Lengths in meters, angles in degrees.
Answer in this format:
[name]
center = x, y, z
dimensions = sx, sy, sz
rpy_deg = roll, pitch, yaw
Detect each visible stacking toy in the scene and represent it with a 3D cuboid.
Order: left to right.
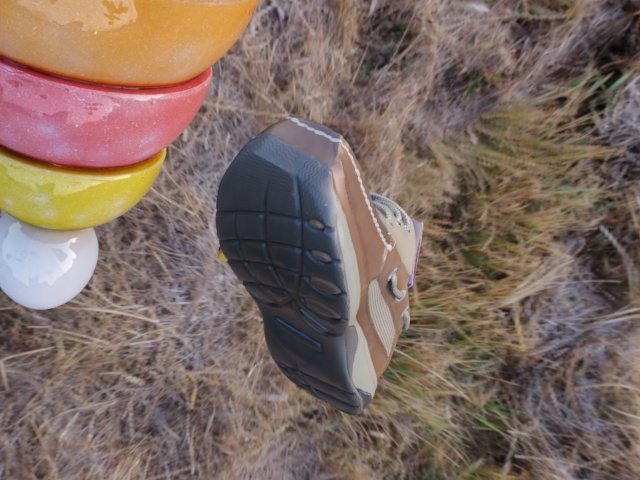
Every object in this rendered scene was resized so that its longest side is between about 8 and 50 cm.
[stacking toy]
center = -0.259, -0.128, 0.924
dimensions = 0.351, 0.350, 0.479
rpy_deg = 18, 115, -1

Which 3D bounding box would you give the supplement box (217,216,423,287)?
[supplement box]
center = 0.000, 0.000, 0.965
dimensions = 0.188, 0.104, 0.080
rpy_deg = 22, 59, -14

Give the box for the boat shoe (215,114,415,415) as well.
[boat shoe]
center = 0.010, 0.014, 0.700
dimensions = 0.123, 0.324, 0.120
rpy_deg = 31, 65, 22
